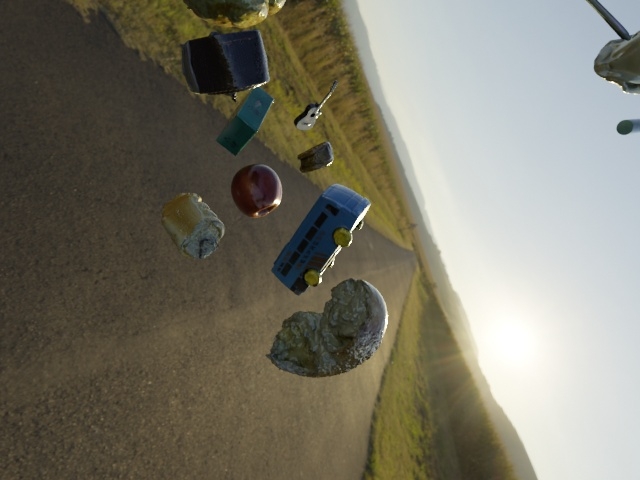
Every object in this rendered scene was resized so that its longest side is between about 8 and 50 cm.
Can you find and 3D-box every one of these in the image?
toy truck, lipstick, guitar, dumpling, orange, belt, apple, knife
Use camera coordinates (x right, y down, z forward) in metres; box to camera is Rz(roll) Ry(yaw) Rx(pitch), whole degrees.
[{"bbox_3d":[0.000,0.000,1.399,0.162,0.385,0.161,38,33,3],"label":"toy truck"},{"bbox_3d":[0.997,-0.363,1.405,0.157,0.048,0.048,-14,82,-37],"label":"lipstick"},{"bbox_3d":[-0.012,-0.502,1.642,0.088,0.233,0.025,-5,57,-49],"label":"guitar"},{"bbox_3d":[0.778,-0.439,1.054,0.147,0.257,0.193,73,-8,-56],"label":"dumpling"},{"bbox_3d":[-0.269,-0.760,1.315,0.271,0.367,0.211,100,-6,-76],"label":"orange"},{"bbox_3d":[-0.232,-0.416,1.063,0.289,0.184,0.164,39,-34,58],"label":"belt"},{"bbox_3d":[-0.272,-0.213,1.878,0.202,0.218,0.218,63,10,11],"label":"apple"},{"bbox_3d":[0.609,-0.597,1.035,0.343,0.027,0.061,53,36,9],"label":"knife"}]

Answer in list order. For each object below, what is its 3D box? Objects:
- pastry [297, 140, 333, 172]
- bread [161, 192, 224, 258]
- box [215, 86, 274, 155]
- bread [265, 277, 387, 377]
[{"bbox_3d":[-0.013,-0.220,1.166,0.097,0.109,0.057,13,-52,61],"label":"pastry"},{"bbox_3d":[-0.306,-0.038,1.056,0.177,0.119,0.084,49,-6,28],"label":"bread"},{"bbox_3d":[-0.272,-0.442,1.606,0.092,0.153,0.245,37,39,-21],"label":"box"},{"bbox_3d":[0.037,0.237,1.070,0.192,0.313,0.171,38,28,-46],"label":"bread"}]
